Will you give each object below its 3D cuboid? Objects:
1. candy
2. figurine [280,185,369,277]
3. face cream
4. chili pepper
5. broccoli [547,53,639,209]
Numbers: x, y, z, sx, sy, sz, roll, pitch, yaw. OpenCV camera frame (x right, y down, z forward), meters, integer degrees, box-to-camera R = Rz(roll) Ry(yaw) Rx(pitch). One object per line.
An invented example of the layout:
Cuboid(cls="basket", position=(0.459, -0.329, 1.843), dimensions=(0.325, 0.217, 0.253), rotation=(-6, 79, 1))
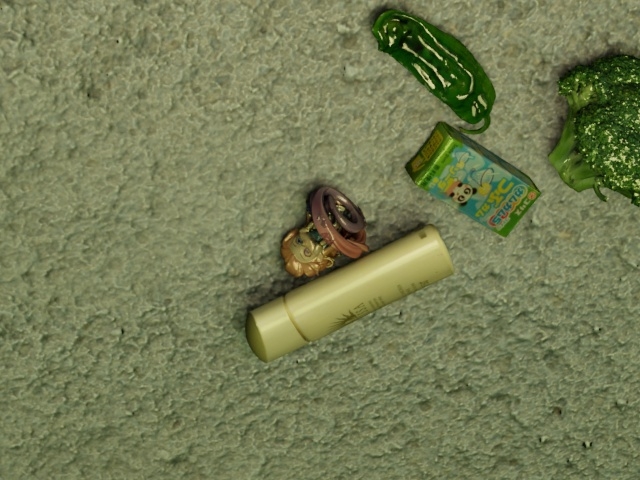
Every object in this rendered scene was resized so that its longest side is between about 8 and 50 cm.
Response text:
Cuboid(cls="candy", position=(0.237, -0.094, 1.941), dimensions=(0.194, 0.062, 0.097), rotation=(28, 109, -25))
Cuboid(cls="figurine", position=(0.008, -0.005, 1.925), dimensions=(0.114, 0.126, 0.157), rotation=(-29, 161, -42))
Cuboid(cls="face cream", position=(0.039, 0.086, 1.955), dimensions=(0.348, 0.081, 0.173), rotation=(-26, 164, 3))
Cuboid(cls="chili pepper", position=(0.174, -0.252, 1.837), dimensions=(0.257, 0.074, 0.100), rotation=(38, 101, -21))
Cuboid(cls="broccoli", position=(0.468, -0.148, 1.883), dimensions=(0.241, 0.261, 0.269), rotation=(-31, 163, 32))
